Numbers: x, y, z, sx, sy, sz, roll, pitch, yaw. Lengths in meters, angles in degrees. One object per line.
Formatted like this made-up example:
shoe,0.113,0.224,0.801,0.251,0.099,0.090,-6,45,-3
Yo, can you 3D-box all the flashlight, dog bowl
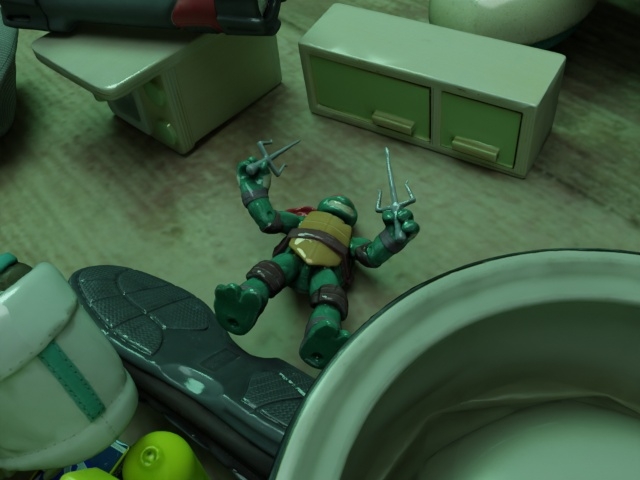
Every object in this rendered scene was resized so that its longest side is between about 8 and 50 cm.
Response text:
flashlight,-0.191,-0.272,0.677,0.304,0.103,0.103,10,52,13
dog bowl,0.168,0.206,0.354,0.408,0.150,0.408,1,51,-1

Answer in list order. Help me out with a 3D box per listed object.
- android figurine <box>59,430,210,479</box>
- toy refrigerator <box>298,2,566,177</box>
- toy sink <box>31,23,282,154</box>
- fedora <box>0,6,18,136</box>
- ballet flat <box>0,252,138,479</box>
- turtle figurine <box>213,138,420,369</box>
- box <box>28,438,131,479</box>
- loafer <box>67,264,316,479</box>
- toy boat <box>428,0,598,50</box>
android figurine,-0.134,0.221,0.337,0.056,0.273,0.248,19,58,21
toy refrigerator,0.113,-0.166,0.714,0.269,0.102,0.094,22,58,23
toy sink,-0.183,-0.204,0.773,0.153,0.131,0.234,30,57,28
fedora,-0.432,-0.196,0.779,0.124,0.243,0.275,11,39,-19
ballet flat,-0.244,0.122,0.463,0.400,0.139,0.139,-25,33,49
turtle figurine,0.000,0.000,0.590,0.175,0.118,0.234,8,41,13
box,-0.205,0.224,0.486,0.059,0.054,0.169,20,58,23
loafer,-0.108,0.119,0.531,0.302,0.095,0.109,27,23,29
toy boat,0.286,-0.264,0.754,0.318,0.148,0.267,21,53,32
